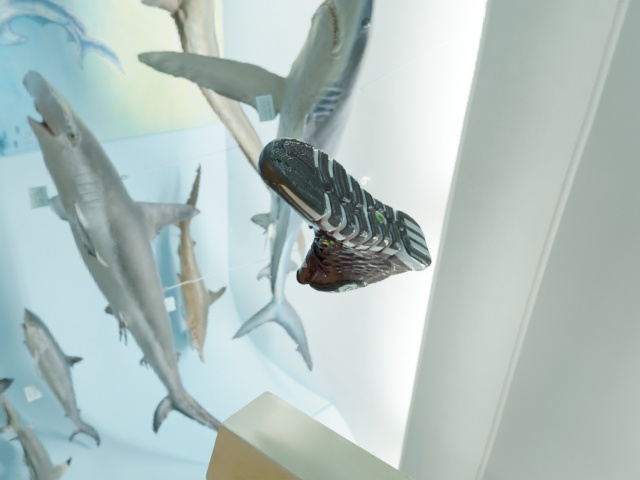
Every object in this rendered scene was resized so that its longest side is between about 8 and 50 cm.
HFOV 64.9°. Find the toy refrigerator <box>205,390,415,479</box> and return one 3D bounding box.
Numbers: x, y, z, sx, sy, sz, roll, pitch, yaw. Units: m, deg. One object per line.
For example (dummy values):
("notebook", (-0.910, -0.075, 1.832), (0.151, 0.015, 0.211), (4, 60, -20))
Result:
("toy refrigerator", (0.007, 0.296, 0.585), (0.270, 0.102, 0.094), (24, -72, 22))

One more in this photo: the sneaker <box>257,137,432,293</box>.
("sneaker", (0.000, 0.000, 0.627), (0.163, 0.281, 0.106), (-34, -139, 31))
